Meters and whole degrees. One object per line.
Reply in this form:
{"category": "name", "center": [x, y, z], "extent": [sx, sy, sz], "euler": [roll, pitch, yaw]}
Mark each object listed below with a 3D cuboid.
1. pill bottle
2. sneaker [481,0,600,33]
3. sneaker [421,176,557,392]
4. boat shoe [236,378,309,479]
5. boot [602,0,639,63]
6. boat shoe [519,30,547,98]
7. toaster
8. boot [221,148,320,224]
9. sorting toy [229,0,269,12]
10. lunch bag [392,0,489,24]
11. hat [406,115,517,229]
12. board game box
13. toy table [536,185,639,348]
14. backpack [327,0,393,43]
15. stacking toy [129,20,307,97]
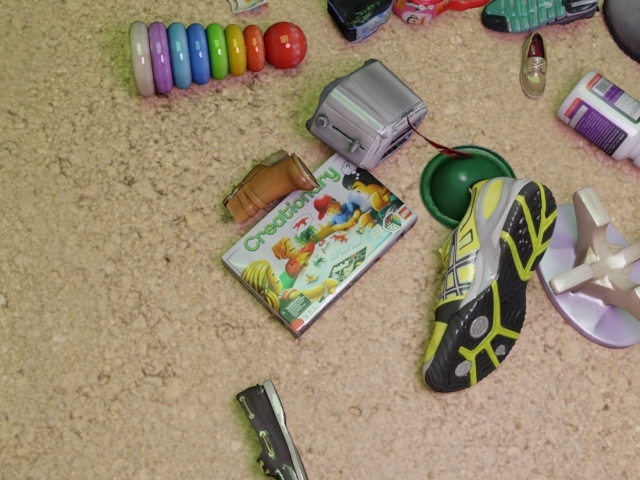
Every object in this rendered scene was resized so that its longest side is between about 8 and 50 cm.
{"category": "pill bottle", "center": [0.544, -0.216, 1.474], "extent": [0.193, 0.108, 0.108], "euler": [40, 75, 12]}
{"category": "sneaker", "center": [0.435, -0.442, 1.579], "extent": [0.224, 0.098, 0.083], "euler": [-3, 82, 23]}
{"category": "sneaker", "center": [0.266, 0.074, 1.359], "extent": [0.147, 0.145, 0.384], "euler": [26, 91, 53]}
{"category": "boat shoe", "center": [-0.072, 0.341, 1.297], "extent": [0.069, 0.081, 0.227], "euler": [-21, 65, -4]}
{"category": "boot", "center": [0.673, -0.387, 1.473], "extent": [0.118, 0.222, 0.338], "euler": [-30, 74, -9]}
{"category": "boat shoe", "center": [0.414, -0.342, 1.550], "extent": [0.050, 0.045, 0.135], "euler": [0, 71, 0]}
{"category": "toaster", "center": [0.092, -0.229, 1.453], "extent": [0.146, 0.129, 0.227], "euler": [42, 44, 9]}
{"category": "boot", "center": [-0.090, -0.083, 1.401], "extent": [0.152, 0.197, 0.073], "euler": [-40, 111, -6]}
{"category": "sorting toy", "center": [-0.149, -0.488, 1.603], "extent": [0.075, 0.045, 0.083], "euler": [-21, 73, 0]}
{"category": "lunch bag", "center": [0.244, -0.566, 1.596], "extent": [0.293, 0.120, 0.258], "euler": [-36, 79, -12]}
{"category": "hat", "center": [0.263, -0.123, 1.400], "extent": [0.208, 0.183, 0.173], "euler": [-12, 72, -4]}
{"category": "board game box", "center": [0.000, 0.000, 1.426], "extent": [0.193, 0.053, 0.305], "euler": [43, 76, 14]}
{"category": "toy table", "center": [0.480, 0.043, 1.358], "extent": [0.252, 0.161, 0.274], "euler": [-35, 76, -11]}
{"category": "backpack", "center": [0.080, -0.452, 1.566], "extent": [0.114, 0.084, 0.105], "euler": [-30, 73, -6]}
{"category": "stacking toy", "center": [-0.188, -0.353, 1.517], "extent": [0.330, 0.141, 0.141], "euler": [-6, 71, -8]}
